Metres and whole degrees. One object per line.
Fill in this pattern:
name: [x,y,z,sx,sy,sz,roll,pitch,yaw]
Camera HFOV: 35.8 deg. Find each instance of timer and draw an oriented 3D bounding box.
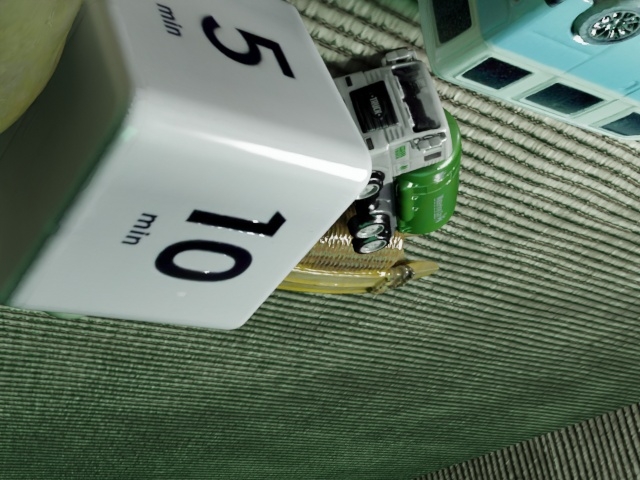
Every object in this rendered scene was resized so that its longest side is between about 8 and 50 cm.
timer: [-0.114,-0.070,0.694,0.195,0.194,0.192,12,133,-39]

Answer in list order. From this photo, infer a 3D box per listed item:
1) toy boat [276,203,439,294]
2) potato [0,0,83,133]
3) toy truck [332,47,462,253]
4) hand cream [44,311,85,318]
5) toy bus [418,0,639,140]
toy boat: [0.000,0.000,1.067,0.310,0.089,0.115,8,153,-37]
potato: [-0.235,-0.165,0.439,0.243,0.220,0.326,-20,149,19]
toy truck: [0.071,-0.072,0.928,0.125,0.101,0.242,-16,159,1]
hand cream: [-0.220,-0.021,0.926,0.147,0.093,0.306,-4,154,-25]
toy bus: [0.210,-0.164,0.742,0.271,0.133,0.165,11,153,-36]
